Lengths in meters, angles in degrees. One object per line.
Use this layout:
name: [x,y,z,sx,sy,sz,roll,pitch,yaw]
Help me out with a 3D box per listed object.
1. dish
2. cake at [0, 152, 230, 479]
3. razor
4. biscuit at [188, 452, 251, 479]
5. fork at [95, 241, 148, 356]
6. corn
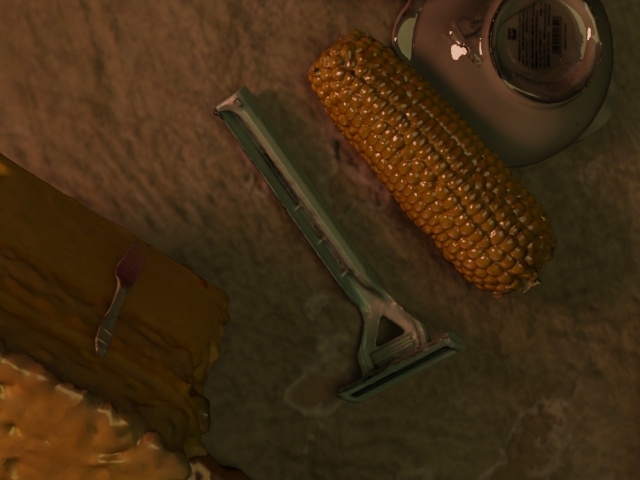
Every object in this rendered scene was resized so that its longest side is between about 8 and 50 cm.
dish: [0.181,-0.178,0.929,0.224,0.078,0.246,17,86,-15]
cake: [-0.203,0.092,0.735,0.227,0.286,0.222,33,111,-17]
razor: [0.002,-0.004,0.896,0.111,0.056,0.278,-30,94,22]
biscuit: [-0.068,0.312,0.881,0.186,0.044,0.295,-31,100,-16]
fork: [-0.123,0.036,0.657,0.016,0.115,0.012,32,118,-15]
corn: [0.093,-0.062,0.898,0.091,0.091,0.260,-42,100,10]
